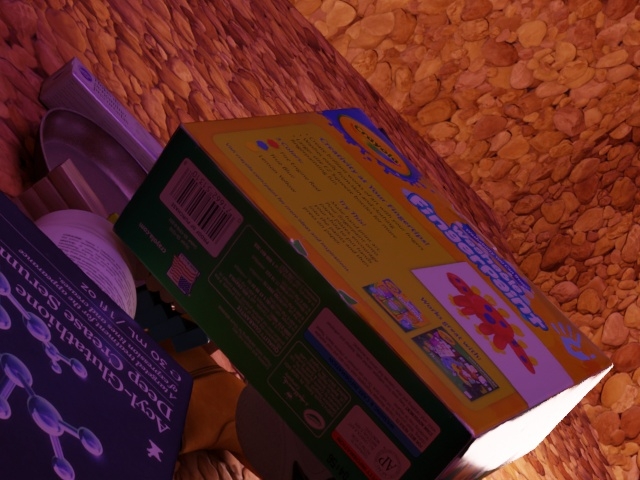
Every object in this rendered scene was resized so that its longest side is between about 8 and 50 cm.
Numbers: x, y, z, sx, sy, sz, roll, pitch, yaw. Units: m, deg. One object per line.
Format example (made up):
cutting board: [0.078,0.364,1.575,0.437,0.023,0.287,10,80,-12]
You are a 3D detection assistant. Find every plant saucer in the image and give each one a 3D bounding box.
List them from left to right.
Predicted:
plant saucer: [-0.271,-0.032,1.972,0.310,0.050,0.310,48,18,-21]

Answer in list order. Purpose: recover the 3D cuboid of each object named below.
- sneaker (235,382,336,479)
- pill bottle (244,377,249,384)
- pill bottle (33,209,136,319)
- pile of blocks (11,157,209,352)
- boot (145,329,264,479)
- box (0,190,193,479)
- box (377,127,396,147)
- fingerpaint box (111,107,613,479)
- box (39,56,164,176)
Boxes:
sneaker: [0.083,0.259,1.705,0.210,0.137,0.366,-11,36,-39]
pill bottle: [-0.053,0.179,1.987,0.169,0.094,0.094,98,-30,-58]
pill bottle: [-0.273,0.081,1.534,0.160,0.160,0.283,50,17,-16]
pile of blocks: [-0.206,0.036,1.785,0.362,0.149,0.112,31,13,-4]
boot: [-0.122,0.228,1.813,0.295,0.104,0.211,50,21,3]
box: [-0.290,0.163,1.198,0.293,0.212,0.395,46,18,-17]
box: [0.000,0.000,2.244,0.183,0.294,0.296,54,16,-3]
fingerpaint box: [0.053,0.065,1.667,0.445,0.163,0.371,46,27,17]
box: [-0.261,-0.117,2.142,0.324,0.067,0.063,46,17,-25]
